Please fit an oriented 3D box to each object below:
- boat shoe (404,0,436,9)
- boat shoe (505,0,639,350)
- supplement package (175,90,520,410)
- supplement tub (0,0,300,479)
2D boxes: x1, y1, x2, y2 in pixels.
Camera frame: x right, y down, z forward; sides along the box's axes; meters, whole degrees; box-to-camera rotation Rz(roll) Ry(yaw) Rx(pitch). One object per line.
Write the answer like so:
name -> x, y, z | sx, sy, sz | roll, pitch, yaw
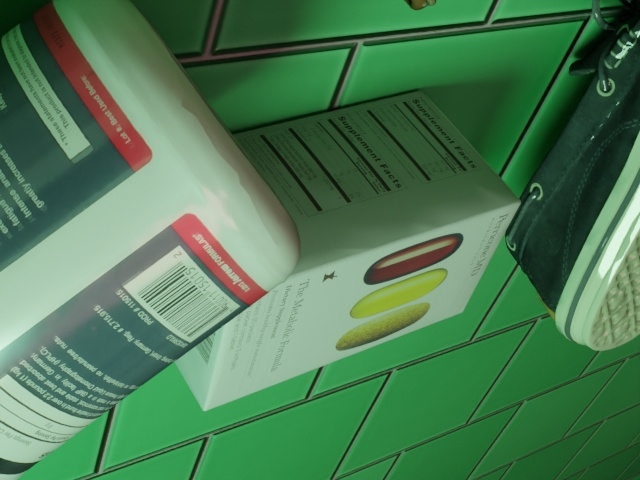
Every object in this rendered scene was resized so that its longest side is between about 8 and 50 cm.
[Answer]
boat shoe -> 0.013, -0.198, 0.494 | 0.120, 0.123, 0.324 | -43, 149, 18
boat shoe -> 0.298, -0.143, 0.840 | 0.186, 0.156, 0.500 | -1, 124, -38
supplement package -> 0.000, 0.000, 0.740 | 0.244, 0.134, 0.139 | -18, 146, -29
supplement tub -> -0.165, 0.012, 0.530 | 0.272, 0.191, 0.191 | -36, 150, 0
